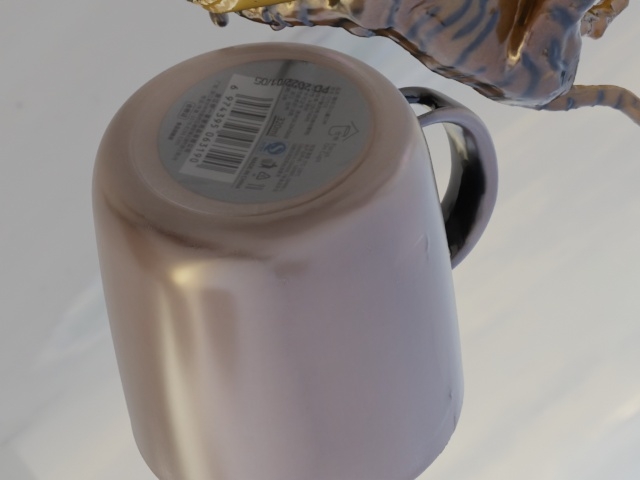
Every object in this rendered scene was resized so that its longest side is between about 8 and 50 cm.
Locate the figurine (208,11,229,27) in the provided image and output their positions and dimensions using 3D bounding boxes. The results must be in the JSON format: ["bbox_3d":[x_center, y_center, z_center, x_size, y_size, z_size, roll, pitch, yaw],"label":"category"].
[{"bbox_3d":[-0.026,-0.150,1.023,0.083,0.050,0.047,-18,-165,13],"label":"figurine"}]

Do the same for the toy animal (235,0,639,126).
[{"bbox_3d":[0.088,-0.096,0.850,0.116,0.255,0.114,-62,-151,0],"label":"toy animal"}]

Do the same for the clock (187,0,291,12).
[{"bbox_3d":[-0.016,-0.234,0.698,0.200,0.317,0.244,-13,141,-12],"label":"clock"}]

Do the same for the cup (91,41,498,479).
[{"bbox_3d":[0.000,0.000,1.043,0.253,0.191,0.200,-34,140,-26],"label":"cup"}]
